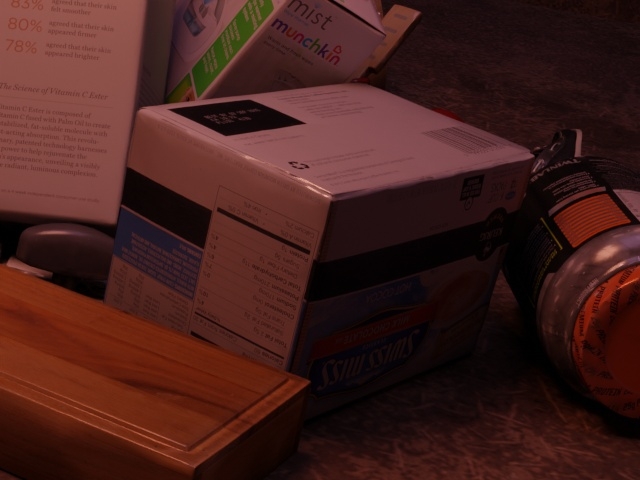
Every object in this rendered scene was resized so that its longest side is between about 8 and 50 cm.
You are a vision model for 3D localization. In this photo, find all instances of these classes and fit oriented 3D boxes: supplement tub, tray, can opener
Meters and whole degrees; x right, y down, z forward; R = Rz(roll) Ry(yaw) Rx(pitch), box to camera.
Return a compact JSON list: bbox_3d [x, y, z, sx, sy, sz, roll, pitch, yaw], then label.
[{"bbox_3d":[0.300,0.046,1.534,0.194,0.193,0.316,9,20,-8],"label":"supplement tub"},{"bbox_3d":[-0.236,0.104,1.236,0.411,0.076,0.203,20,21,19],"label":"tray"},{"bbox_3d":[-0.326,0.002,1.434,0.283,0.095,0.076,15,18,-6],"label":"can opener"}]

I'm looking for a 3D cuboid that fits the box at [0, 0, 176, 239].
[{"bbox_3d":[-0.273,-0.183,1.528,0.215,0.345,0.168,6,-6,4],"label":"box"}]

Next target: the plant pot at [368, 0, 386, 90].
[{"bbox_3d":[-0.060,-0.321,2.334,0.274,0.256,0.256,-8,23,-8],"label":"plant pot"}]

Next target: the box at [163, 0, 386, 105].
[{"bbox_3d":[-0.065,-0.240,1.647,0.127,0.231,0.262,27,31,-31],"label":"box"}]

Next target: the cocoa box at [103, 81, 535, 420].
[{"bbox_3d":[0.000,0.000,1.428,0.231,0.228,0.347,26,23,31],"label":"cocoa box"}]

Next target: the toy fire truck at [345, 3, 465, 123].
[{"bbox_3d":[0.099,-0.159,1.909,0.217,0.246,0.158,17,20,16],"label":"toy fire truck"}]

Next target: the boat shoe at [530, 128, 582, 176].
[{"bbox_3d":[0.337,-0.117,2.182,0.079,0.084,0.233,15,22,7],"label":"boat shoe"}]
